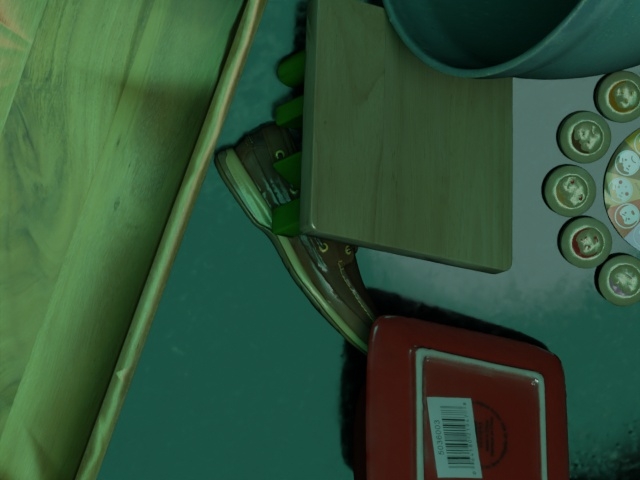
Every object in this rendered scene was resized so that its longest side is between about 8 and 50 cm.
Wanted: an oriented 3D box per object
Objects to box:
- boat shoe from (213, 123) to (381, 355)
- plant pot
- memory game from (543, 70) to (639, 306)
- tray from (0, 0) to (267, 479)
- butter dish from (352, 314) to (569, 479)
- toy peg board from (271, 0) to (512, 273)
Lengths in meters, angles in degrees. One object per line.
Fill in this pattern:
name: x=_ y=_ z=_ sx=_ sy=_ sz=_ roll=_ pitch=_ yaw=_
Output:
boat shoe: x=0.000 y=0.000 z=1.317 sx=0.060 sy=0.064 sz=0.178 roll=-35 pitch=94 yaw=3
plant pot: x=0.190 y=-0.234 z=1.216 sx=0.196 sy=0.293 sz=0.293 roll=7 pitch=96 yaw=-30
memory game: x=0.248 y=-0.037 z=1.354 sx=0.186 sy=0.012 sz=0.186 roll=0 pitch=96 yaw=-3
tray: x=-0.194 y=-0.019 z=1.300 sx=0.203 sy=0.076 sz=0.411 roll=20 pitch=94 yaw=-5
butter dish: x=0.079 y=0.147 z=1.316 sx=0.160 sy=0.118 sz=0.160 roll=13 pitch=63 yaw=-26
toy peg board: x=0.042 y=-0.063 z=1.289 sx=0.161 sy=0.079 sz=0.161 roll=12 pitch=73 yaw=-32
